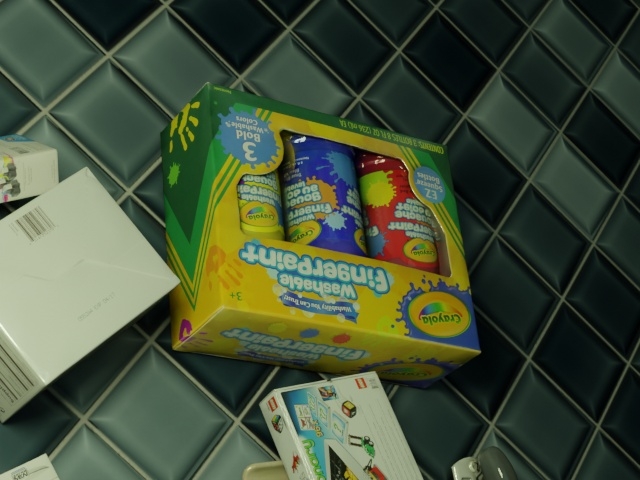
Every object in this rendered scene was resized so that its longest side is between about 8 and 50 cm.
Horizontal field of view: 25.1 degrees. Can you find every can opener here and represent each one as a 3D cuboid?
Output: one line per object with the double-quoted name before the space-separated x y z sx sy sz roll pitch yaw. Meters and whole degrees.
"can opener" 0.261 0.446 2.119 0.076 0.095 0.284 6 60 -33

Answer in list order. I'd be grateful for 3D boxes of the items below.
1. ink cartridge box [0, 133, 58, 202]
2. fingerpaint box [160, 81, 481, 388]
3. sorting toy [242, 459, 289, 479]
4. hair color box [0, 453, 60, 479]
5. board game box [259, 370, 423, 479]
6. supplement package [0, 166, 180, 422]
"ink cartridge box" -0.452 -0.089 1.907 0.181 0.104 0.062 -15 115 -41
"fingerpaint box" 0.000 0.000 2.151 0.444 0.163 0.371 13 57 -30
"sorting toy" -0.001 0.401 1.993 0.193 0.038 0.208 0 64 -37
"hair color box" -0.343 0.357 1.758 0.093 0.053 0.167 -22 80 -41
"board game box" 0.055 0.340 2.018 0.193 0.053 0.305 -5 62 -39
"supplement package" -0.357 0.067 1.860 0.204 0.145 0.262 51 46 0
